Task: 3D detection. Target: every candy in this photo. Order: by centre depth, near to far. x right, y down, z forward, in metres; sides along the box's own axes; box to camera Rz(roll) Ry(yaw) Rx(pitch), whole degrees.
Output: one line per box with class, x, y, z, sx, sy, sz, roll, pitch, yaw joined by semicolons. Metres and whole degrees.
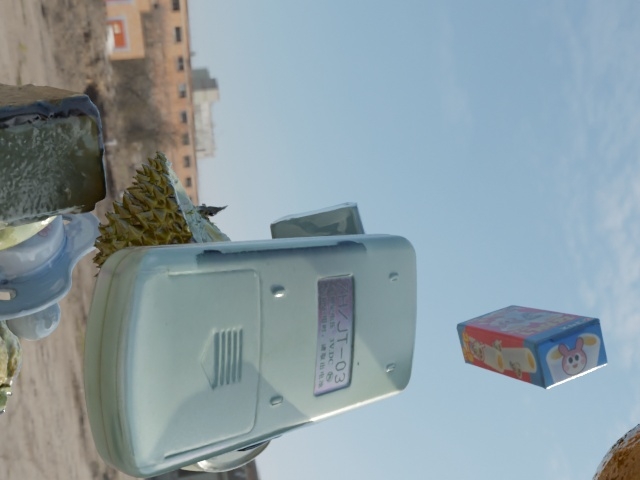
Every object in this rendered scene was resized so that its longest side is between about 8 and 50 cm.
candy;0.425;0.211;1.611;0.306;0.157;0.100;179;-104;-70

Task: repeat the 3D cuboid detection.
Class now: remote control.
remote control;-0.030;0.068;0.545;0.056;0.296;0.140;3;-85;40

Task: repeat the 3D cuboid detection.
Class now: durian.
durian;-0.171;0.013;0.852;0.193;0.138;0.237;58;8;-11

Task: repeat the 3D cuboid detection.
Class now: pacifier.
pacifier;-0.457;0.057;1.177;0.287;0.238;0.226;-80;172;-57

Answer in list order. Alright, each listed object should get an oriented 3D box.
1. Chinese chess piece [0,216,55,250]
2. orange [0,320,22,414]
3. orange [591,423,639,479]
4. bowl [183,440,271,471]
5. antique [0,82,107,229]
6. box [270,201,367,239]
Chinese chess piece;-0.411;-0.066;1.025;0.083;0.188;0.188;63;2;-36
orange;-0.668;0.215;1.293;0.369;0.271;0.210;-82;164;-52
orange;0.439;0.326;0.877;0.274;0.274;0.274;173;-90;-78
bowl;-0.159;0.267;1.238;0.277;0.277;0.145;95;-27;-44
antique;-0.366;-0.070;0.748;0.150;0.284;0.125;19;-62;39
box;0.000;0.000;1.655;0.162;0.227;0.130;-66;142;-83
